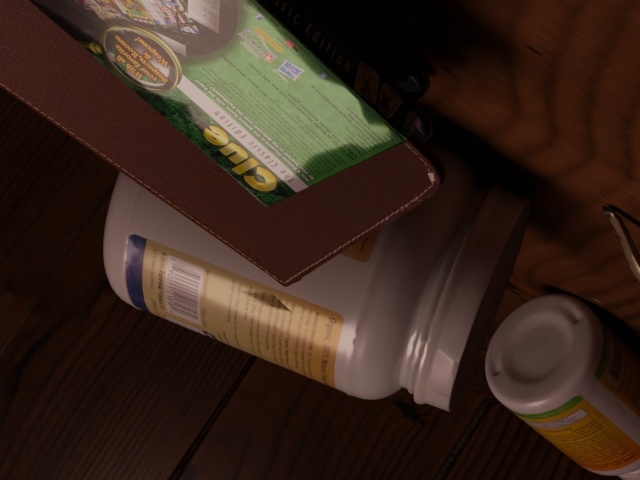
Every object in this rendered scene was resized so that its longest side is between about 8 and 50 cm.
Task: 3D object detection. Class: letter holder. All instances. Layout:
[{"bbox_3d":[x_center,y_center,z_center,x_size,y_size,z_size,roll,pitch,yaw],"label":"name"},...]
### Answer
[{"bbox_3d":[-0.061,-0.140,0.887,0.302,0.152,0.214,35,144,-17],"label":"letter holder"}]

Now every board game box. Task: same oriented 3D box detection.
[{"bbox_3d":[-0.078,-0.125,0.764,0.259,0.030,0.136,41,139,-24],"label":"board game box"}]

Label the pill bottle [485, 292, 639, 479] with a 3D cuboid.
[{"bbox_3d":[0.299,0.172,1.443,0.245,0.136,0.136,39,171,-37],"label":"pill bottle"}]

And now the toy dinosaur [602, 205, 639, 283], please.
[{"bbox_3d":[0.319,0.076,1.022,0.268,0.064,0.118,41,177,-29],"label":"toy dinosaur"}]

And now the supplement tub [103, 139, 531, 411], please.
[{"bbox_3d":[0.000,0.000,1.139,0.316,0.228,0.228,21,171,12],"label":"supplement tub"}]
